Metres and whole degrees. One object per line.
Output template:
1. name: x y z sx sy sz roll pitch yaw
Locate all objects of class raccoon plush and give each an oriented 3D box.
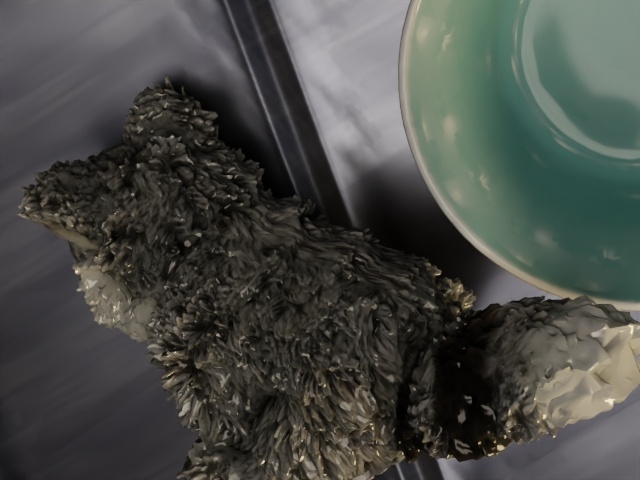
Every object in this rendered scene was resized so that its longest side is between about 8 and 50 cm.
1. raccoon plush: 0.000 0.000 1.170 0.446 0.216 0.299 -25 102 41

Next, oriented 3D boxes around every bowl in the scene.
1. bowl: 0.216 -0.124 1.148 0.311 0.163 0.312 3 108 9
